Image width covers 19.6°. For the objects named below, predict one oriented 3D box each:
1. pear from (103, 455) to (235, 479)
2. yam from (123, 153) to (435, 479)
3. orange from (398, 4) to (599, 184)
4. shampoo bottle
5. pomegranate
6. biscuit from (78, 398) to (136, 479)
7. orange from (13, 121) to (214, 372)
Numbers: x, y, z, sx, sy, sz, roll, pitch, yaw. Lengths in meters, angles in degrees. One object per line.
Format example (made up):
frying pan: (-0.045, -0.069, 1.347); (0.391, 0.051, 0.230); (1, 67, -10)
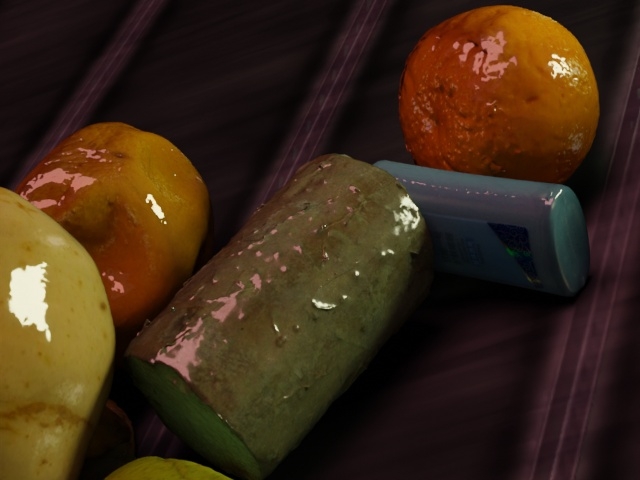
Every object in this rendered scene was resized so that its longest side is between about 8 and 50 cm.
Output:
pear: (-0.135, 0.278, 1.304); (0.288, 0.139, 0.239); (8, 53, 46)
yam: (-0.032, 0.067, 1.530); (0.161, 0.161, 0.268); (6, 43, 44)
orange: (0.164, -0.122, 1.674); (0.161, 0.193, 0.193); (0, 12, -35)
shampoo bottle: (0.103, -0.016, 1.584); (0.258, 0.104, 0.061); (10, 43, 36)
pomegranate: (-0.307, 0.122, 1.484); (0.342, 0.342, 0.342); (-20, 29, 11)
biscuit: (-0.259, 0.207, 1.610); (0.220, 0.033, 0.220); (-18, 32, 12)
orange: (-0.196, 0.021, 1.720); (0.249, 0.183, 0.249); (-53, -8, -11)
